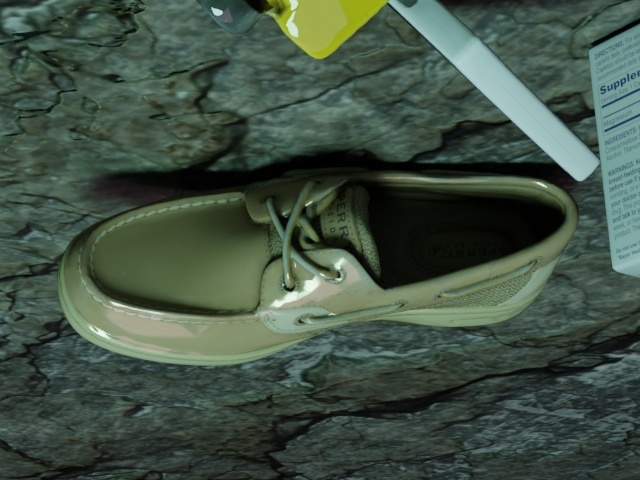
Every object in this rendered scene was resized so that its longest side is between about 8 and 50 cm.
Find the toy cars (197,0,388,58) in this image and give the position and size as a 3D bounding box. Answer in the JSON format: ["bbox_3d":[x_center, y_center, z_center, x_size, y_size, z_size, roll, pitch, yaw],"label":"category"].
[{"bbox_3d":[0.064,-0.163,0.652,0.393,0.087,0.177,2,120,-7],"label":"toy cars"}]

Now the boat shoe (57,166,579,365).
[{"bbox_3d":[0.000,0.000,1.082,0.341,0.122,0.110,-7,157,-17],"label":"boat shoe"}]

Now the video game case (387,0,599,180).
[{"bbox_3d":[0.058,-0.100,0.789,0.019,0.143,0.157,-47,147,7],"label":"video game case"}]

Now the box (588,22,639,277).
[{"bbox_3d":[0.218,-0.058,0.894,0.072,0.137,0.126,12,156,-37],"label":"box"}]
